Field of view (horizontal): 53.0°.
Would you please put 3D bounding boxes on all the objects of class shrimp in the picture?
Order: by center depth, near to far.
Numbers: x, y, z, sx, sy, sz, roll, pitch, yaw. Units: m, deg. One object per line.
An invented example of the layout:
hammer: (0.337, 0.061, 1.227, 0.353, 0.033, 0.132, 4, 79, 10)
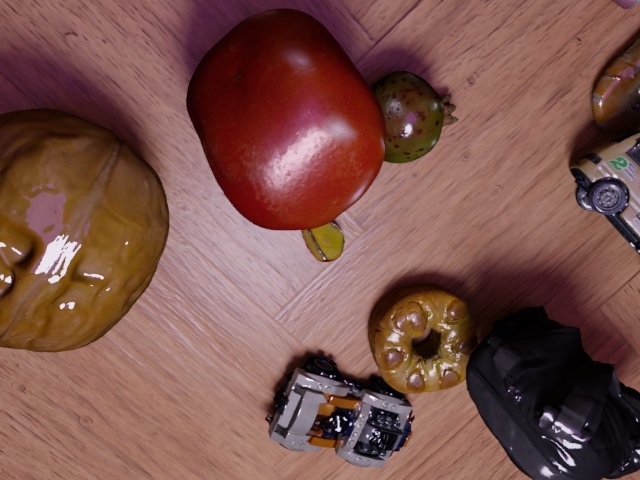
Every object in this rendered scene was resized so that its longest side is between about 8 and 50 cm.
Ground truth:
shrimp: (0.633, -0.323, 1.214, 0.152, 0.063, 0.287, 37, 101, -20)

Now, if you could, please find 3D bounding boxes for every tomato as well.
tomato: (-0.053, -0.183, 1.001, 0.293, 0.325, 0.289, -31, 155, 20)

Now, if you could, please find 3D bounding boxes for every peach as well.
peach: (0.000, 0.000, 1.216, 0.083, 0.050, 0.078, 20, 80, -24)

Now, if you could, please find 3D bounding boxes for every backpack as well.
backpack: (0.426, 0.285, 1.163, 0.363, 0.445, 0.255, 46, 109, 26)

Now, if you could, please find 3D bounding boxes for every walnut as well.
walnut: (-0.430, -0.007, 1.008, 0.354, 0.308, 0.398, 30, 102, -19)

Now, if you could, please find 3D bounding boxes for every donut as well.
donut: (0.203, 0.194, 1.276, 0.226, 0.114, 0.227, -3, 108, -8)

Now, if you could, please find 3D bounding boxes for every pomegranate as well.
pomegranate: (0.158, -0.219, 1.129, 0.205, 0.159, 0.159, -16, 112, -34)

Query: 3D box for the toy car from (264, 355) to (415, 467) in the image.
toy car: (0.051, 0.358, 1.304, 0.301, 0.118, 0.193, 22, 100, -16)

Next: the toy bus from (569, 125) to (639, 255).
toy bus: (0.641, -0.045, 1.185, 0.202, 0.177, 0.365, -41, 86, 13)

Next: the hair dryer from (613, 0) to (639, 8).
hair dryer: (0.560, -0.511, 1.160, 0.106, 0.054, 0.154, 32, 90, -12)
